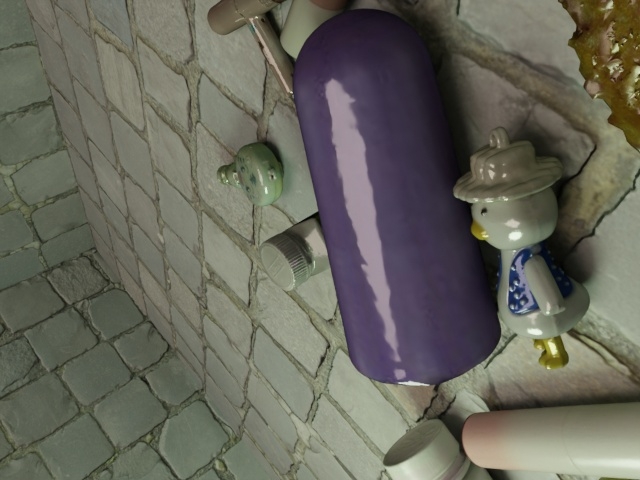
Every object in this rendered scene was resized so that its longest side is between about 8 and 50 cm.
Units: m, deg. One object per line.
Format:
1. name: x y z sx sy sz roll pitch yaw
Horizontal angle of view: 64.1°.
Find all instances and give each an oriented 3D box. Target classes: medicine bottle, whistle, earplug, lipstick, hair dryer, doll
1. medicine bottle: 0.000 0.000 0.838 0.132 0.188 0.088 -21 98 58
2. whistle: -0.145 -0.136 1.052 0.258 0.067 0.126 9 117 56
3. earplug: 0.087 -0.057 0.663 0.215 0.215 0.456 7 118 52
4. lipstick: 0.016 -0.341 0.642 0.070 0.070 0.254 53 148 10
5. lipstick: 0.330 0.272 0.699 0.087 0.087 0.327 57 149 3
6. medicine bottle: 0.246 0.485 0.917 0.293 0.170 0.170 55 148 5
7. hair dryer: -0.086 -0.308 0.848 0.195 0.054 0.220 8 129 53
8. doll: 0.234 0.011 0.589 0.138 0.119 0.293 -81 -28 -68

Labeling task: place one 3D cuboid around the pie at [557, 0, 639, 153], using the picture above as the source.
1. pie: 0.337 -0.142 0.329 0.354 0.103 0.288 48 147 10

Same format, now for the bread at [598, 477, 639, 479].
1. bread: 0.464 0.372 0.632 0.226 0.049 0.088 16 129 47
